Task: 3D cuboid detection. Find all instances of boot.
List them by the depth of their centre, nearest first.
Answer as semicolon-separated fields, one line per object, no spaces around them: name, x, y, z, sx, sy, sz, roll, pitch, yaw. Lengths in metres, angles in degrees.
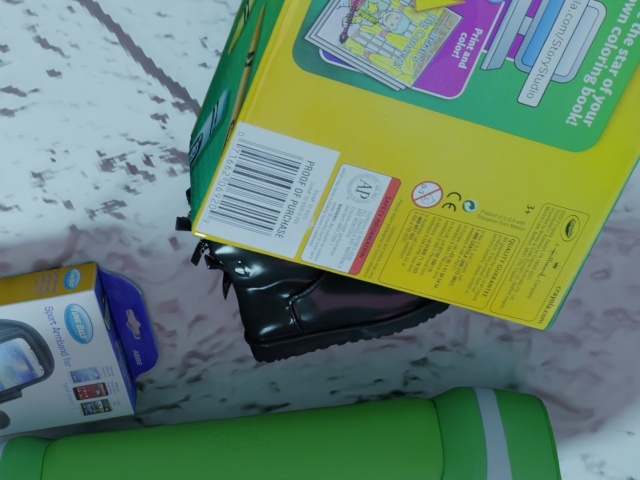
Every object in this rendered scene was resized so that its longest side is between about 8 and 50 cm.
boot;0.000;0.000;0.823;0.121;0.045;0.099;-17;118;8

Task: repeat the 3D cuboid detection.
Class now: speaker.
speaker;-0.032;0.146;0.865;0.297;0.131;0.131;-6;125;0

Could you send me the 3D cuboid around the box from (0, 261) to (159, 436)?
box;-0.151;0.057;0.865;0.136;0.028;0.081;-9;124;7

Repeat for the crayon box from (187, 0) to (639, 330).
crayon box;0.068;-0.110;0.699;0.165;0.081;0.278;16;119;-15
